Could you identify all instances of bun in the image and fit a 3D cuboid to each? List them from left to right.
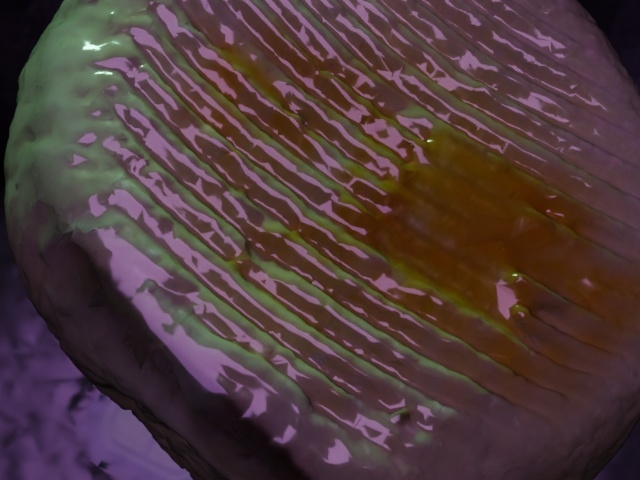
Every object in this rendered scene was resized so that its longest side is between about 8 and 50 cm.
[{"bbox_3d":[0.000,0.000,0.455,0.244,0.153,0.243,6,68,-14],"label":"bun"}]

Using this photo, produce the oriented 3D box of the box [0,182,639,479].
[{"bbox_3d":[-0.006,0.094,0.555,0.350,0.091,0.359,22,83,10],"label":"box"}]
